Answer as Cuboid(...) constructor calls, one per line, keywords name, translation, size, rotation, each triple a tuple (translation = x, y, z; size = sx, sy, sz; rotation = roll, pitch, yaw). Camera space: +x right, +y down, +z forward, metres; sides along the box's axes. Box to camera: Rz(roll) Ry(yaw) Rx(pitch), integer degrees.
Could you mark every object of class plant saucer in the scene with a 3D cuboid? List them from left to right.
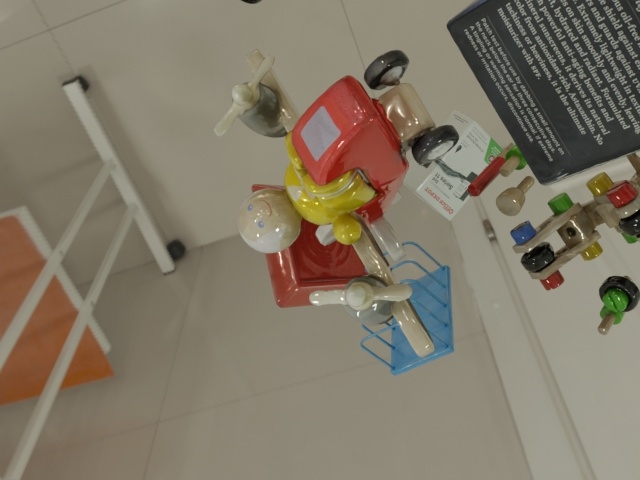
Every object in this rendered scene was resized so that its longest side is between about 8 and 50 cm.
Cuboid(name="plant saucer", translation=(0.000, 0.000, 1.464), size=(0.259, 0.259, 0.047), rotation=(0, 161, -40))

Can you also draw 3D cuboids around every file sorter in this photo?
Cuboid(name="file sorter", translation=(0.134, 0.106, 1.158), size=(0.118, 0.170, 0.104), rotation=(-31, 126, 34))

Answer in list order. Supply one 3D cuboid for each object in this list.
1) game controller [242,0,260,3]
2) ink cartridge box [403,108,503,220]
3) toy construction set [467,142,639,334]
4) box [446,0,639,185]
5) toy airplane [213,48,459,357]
Cuboid(name="game controller", translation=(-0.122, -0.577, 1.299), size=(0.166, 0.319, 0.067), rotation=(29, 151, -15))
Cuboid(name="ink cartridge box", translation=(0.305, -0.172, 1.667), size=(0.153, 0.087, 0.208), rotation=(34, 99, -38))
Cuboid(name="toy construction set", translation=(0.421, -0.070, 1.129), size=(0.309, 0.237, 0.257), rotation=(37, 145, 15))
Cuboid(name="box", translation=(0.320, -0.226, 0.591), size=(0.294, 0.296, 0.183), rotation=(-20, 108, 53))
Cuboid(name="toy airplane", translation=(0.011, -0.063, 0.991), size=(0.272, 0.386, 0.384), rotation=(-27, 119, -11))
